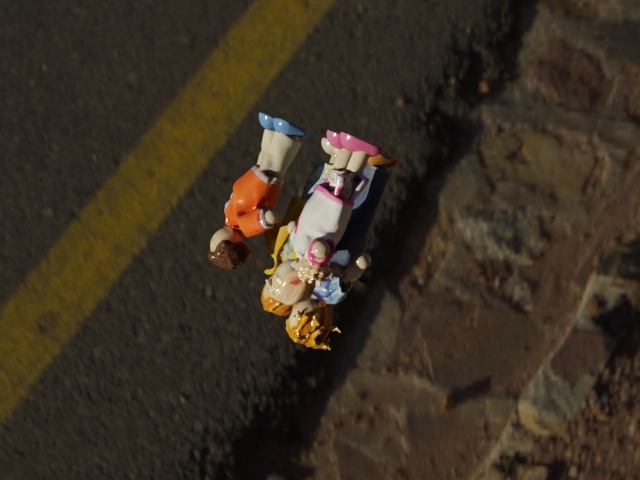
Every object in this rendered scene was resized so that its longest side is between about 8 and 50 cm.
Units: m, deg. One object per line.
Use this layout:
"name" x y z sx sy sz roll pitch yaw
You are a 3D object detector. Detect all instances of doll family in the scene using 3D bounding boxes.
"doll family" 0.000 0.000 1.184 0.118 0.263 0.163 22 90 -21
